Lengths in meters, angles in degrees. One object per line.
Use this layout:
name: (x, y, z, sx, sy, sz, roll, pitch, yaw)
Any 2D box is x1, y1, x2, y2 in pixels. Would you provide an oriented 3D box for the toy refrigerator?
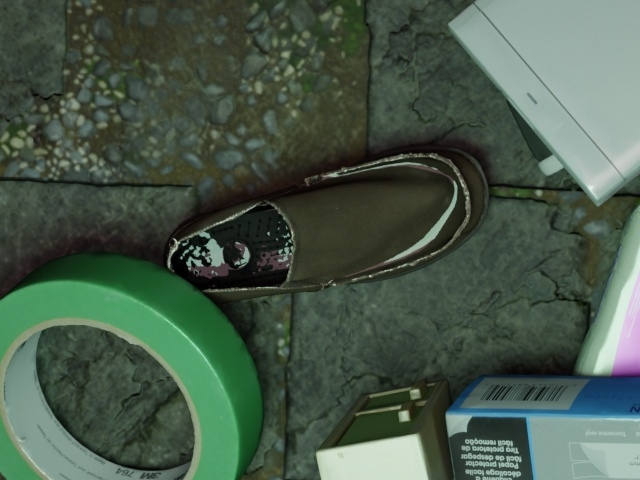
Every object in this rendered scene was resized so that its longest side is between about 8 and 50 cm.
toy refrigerator: (0.074, 0.210, 1.577, 0.102, 0.269, 0.094, -12, 93, 12)

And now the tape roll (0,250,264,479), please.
tape roll: (-0.222, 0.170, 1.668, 0.321, 0.077, 0.321, 9, 118, 18)

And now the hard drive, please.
hard drive: (0.332, -0.233, 1.506, 0.353, 0.047, 0.233, -39, 75, 4)

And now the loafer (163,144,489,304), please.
loafer: (0.000, 0.000, 1.639, 0.366, 0.130, 0.133, -19, 93, 12)

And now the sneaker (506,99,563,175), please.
sneaker: (0.301, -0.208, 1.576, 0.296, 0.104, 0.147, -38, 93, 16)

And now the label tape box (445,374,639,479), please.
label tape box: (0.278, 0.313, 1.563, 0.249, 0.115, 0.347, -2, 104, 26)

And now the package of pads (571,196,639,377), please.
package of pads: (0.429, 0.094, 1.588, 0.297, 0.101, 0.229, 19, 100, 8)
